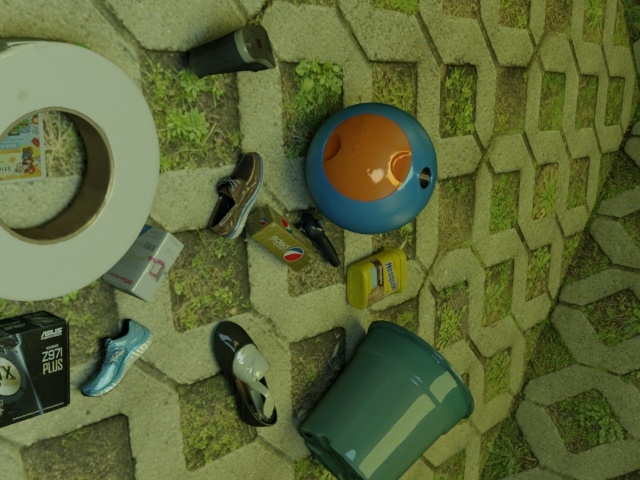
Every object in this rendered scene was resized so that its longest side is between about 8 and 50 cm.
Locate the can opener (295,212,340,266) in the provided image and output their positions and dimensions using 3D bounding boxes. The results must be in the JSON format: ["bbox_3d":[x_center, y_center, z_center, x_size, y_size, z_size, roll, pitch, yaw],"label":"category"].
[{"bbox_3d":[0.000,0.000,1.670,0.186,0.073,0.059,48,25,-50],"label":"can opener"}]

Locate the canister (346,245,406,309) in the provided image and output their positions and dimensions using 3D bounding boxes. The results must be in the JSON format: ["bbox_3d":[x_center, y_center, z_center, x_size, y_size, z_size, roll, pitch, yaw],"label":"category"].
[{"bbox_3d":[0.145,0.098,1.852,0.169,0.073,0.126,-21,117,-44],"label":"canister"}]

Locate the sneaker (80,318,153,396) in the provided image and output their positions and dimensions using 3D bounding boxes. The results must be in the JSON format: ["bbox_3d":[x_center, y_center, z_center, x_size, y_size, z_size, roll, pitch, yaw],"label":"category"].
[{"bbox_3d":[-0.375,0.207,1.275,0.073,0.063,0.162,52,56,-25],"label":"sneaker"}]

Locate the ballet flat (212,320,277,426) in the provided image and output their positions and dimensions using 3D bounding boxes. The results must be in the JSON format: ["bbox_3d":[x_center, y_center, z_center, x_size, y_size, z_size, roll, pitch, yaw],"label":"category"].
[{"bbox_3d":[-0.146,0.293,1.536,0.095,0.096,0.281,-41,130,-35],"label":"ballet flat"}]

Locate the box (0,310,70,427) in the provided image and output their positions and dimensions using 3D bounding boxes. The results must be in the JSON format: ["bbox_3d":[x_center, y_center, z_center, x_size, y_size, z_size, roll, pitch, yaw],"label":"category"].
[{"bbox_3d":[-0.488,0.203,1.105,0.180,0.077,0.148,-10,108,-49],"label":"box"}]

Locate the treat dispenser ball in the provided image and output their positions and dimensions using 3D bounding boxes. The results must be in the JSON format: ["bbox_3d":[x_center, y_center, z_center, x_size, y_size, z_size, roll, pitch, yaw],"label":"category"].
[{"bbox_3d":[0.110,-0.156,1.561,0.288,0.288,0.288,-19,115,-47],"label":"treat dispenser ball"}]

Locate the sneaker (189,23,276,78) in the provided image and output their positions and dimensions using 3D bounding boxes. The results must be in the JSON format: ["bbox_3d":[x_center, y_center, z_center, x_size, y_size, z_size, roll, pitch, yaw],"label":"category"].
[{"bbox_3d":[-0.163,-0.353,1.346,0.222,0.118,0.083,-35,111,-74],"label":"sneaker"}]

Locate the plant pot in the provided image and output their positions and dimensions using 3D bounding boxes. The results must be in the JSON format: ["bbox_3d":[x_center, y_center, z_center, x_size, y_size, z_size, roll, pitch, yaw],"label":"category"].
[{"bbox_3d":[0.148,0.438,1.780,0.334,0.341,0.341,-44,132,-23],"label":"plant pot"}]

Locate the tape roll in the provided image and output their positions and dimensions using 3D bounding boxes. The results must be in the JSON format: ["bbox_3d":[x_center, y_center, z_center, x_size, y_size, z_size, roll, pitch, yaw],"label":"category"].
[{"bbox_3d":[-0.414,-0.103,1.065,0.392,0.072,0.392,-25,124,-44],"label":"tape roll"}]

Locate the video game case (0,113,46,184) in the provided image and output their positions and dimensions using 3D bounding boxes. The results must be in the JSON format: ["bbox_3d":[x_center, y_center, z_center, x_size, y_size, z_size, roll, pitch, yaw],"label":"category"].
[{"bbox_3d":[-0.504,-0.177,1.012,0.227,0.026,0.207,-15,112,-49],"label":"video game case"}]

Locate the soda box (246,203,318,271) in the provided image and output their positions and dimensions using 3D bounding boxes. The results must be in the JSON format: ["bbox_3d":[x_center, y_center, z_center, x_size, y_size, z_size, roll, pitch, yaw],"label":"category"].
[{"bbox_3d":[-0.082,-0.003,1.536,0.061,0.058,0.181,-34,139,13],"label":"soda box"}]

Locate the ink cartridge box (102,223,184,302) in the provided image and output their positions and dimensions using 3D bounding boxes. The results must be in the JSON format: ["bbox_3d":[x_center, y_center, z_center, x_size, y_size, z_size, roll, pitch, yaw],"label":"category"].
[{"bbox_3d":[-0.313,0.038,1.259,0.123,0.088,0.052,-60,142,-18],"label":"ink cartridge box"}]

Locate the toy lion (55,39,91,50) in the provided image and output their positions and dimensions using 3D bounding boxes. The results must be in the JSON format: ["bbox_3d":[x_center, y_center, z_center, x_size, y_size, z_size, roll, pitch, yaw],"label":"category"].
[{"bbox_3d":[-0.380,-0.261,1.136,0.096,0.034,0.100,-3,103,-57],"label":"toy lion"}]

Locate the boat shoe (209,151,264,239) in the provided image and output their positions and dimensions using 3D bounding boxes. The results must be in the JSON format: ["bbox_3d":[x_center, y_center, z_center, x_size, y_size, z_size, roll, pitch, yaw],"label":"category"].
[{"bbox_3d":[-0.167,-0.094,1.416,0.066,0.066,0.183,21,84,-50],"label":"boat shoe"}]
